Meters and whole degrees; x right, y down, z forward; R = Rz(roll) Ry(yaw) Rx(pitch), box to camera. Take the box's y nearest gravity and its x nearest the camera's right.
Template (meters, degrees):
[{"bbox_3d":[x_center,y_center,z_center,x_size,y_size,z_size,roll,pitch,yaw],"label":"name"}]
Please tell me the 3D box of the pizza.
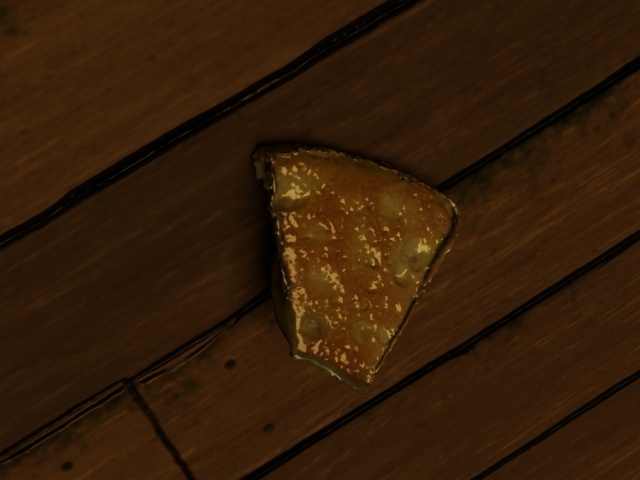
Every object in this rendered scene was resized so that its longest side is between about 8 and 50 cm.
[{"bbox_3d":[0.001,0.009,1.218,0.204,0.081,0.188,29,81,-30],"label":"pizza"}]
